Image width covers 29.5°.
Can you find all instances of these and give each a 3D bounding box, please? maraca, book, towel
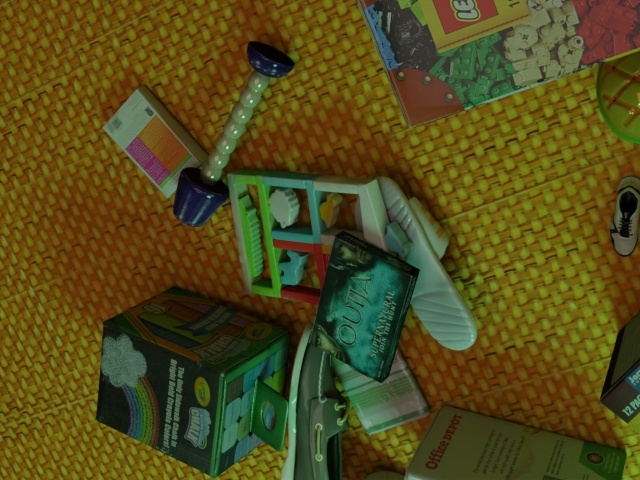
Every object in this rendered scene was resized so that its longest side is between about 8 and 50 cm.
[{"bbox_3d":[0.398,-0.211,1.488,0.127,0.099,0.186,-5,85,28],"label":"maraca"},{"bbox_3d":[-0.244,-0.144,1.794,0.144,0.035,0.096,48,122,-2],"label":"book"},{"bbox_3d":[0.086,0.209,1.819,0.113,0.023,0.152,-23,99,25],"label":"towel"}]

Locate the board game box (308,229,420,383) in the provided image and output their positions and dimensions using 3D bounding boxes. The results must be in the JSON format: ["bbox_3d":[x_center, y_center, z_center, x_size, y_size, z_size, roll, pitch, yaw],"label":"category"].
[{"bbox_3d":[0.057,0.092,1.673,0.126,0.026,0.186,27,124,22],"label":"board game box"}]

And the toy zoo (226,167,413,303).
[{"bbox_3d":[0.000,0.000,1.715,0.293,0.030,0.192,8,115,36],"label":"toy zoo"}]

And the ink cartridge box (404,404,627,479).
[{"bbox_3d":[0.270,0.355,1.700,0.278,0.201,0.117,12,114,16],"label":"ink cartridge box"}]

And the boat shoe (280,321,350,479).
[{"bbox_3d":[0.000,0.271,1.799,0.091,0.109,0.305,7,100,12],"label":"boat shoe"}]

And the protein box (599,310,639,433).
[{"bbox_3d":[0.486,0.178,1.547,0.200,0.201,0.136,39,119,3],"label":"protein box"}]

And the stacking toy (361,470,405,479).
[{"bbox_3d":[0.047,0.506,1.902,0.141,0.141,0.330,36,126,4],"label":"stacking toy"}]

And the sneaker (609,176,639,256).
[{"bbox_3d":[0.397,-0.027,1.589,0.040,0.044,0.109,5,114,17],"label":"sneaker"}]

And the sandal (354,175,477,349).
[{"bbox_3d":[0.142,0.028,1.689,0.102,0.076,0.265,-32,89,42],"label":"sandal"}]

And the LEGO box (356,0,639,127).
[{"bbox_3d":[0.286,-0.320,1.253,0.372,0.500,0.193,-17,103,26],"label":"LEGO box"}]

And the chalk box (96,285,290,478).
[{"bbox_3d":[-0.161,0.214,1.794,0.289,0.179,0.180,20,116,25],"label":"chalk box"}]

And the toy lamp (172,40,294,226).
[{"bbox_3d":[-0.130,-0.143,1.704,0.080,0.080,0.275,30,110,7],"label":"toy lamp"}]
